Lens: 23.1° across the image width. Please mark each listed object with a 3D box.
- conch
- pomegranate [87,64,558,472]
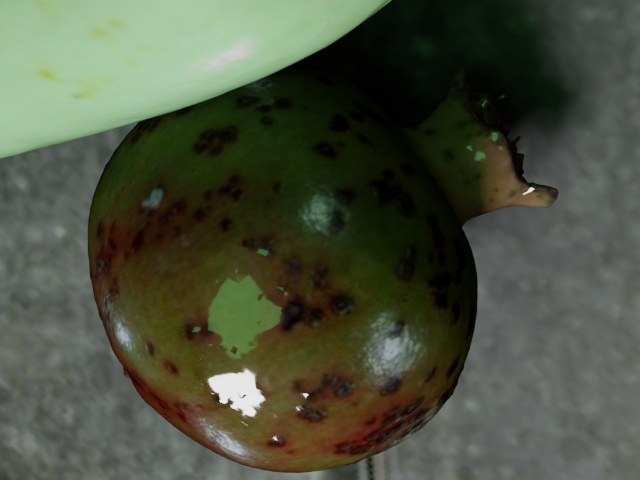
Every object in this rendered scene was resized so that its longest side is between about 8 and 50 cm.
[{"bbox_3d":[-0.077,-0.098,0.432,0.251,0.137,0.143,-12,95,45],"label":"conch"},{"bbox_3d":[-0.007,0.003,0.459,0.130,0.130,0.130,9,116,18],"label":"pomegranate"}]
